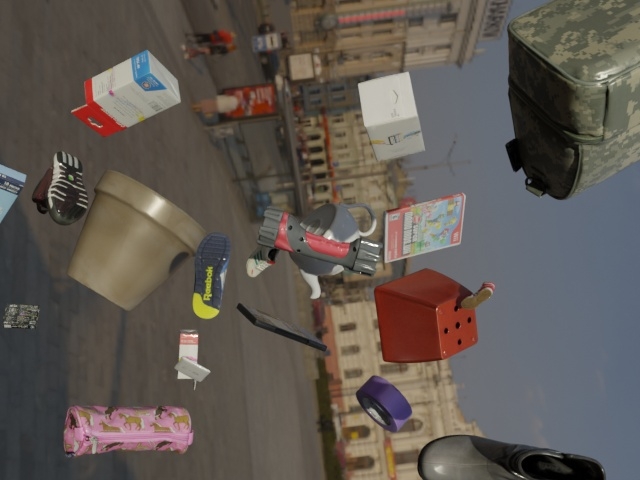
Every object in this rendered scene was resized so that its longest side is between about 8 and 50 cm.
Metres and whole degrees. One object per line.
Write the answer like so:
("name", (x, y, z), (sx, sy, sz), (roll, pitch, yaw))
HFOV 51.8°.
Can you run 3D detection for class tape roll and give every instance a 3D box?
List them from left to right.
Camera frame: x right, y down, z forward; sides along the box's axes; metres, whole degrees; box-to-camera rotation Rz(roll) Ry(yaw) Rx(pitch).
("tape roll", (0.215, 0.556, 2.242), (0.189, 0.080, 0.189), (37, -27, 23))

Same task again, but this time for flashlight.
("flashlight", (0.000, 0.000, 1.631), (0.103, 0.304, 0.103), (106, -2, -75))

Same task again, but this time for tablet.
("tablet", (-0.223, 0.224, 1.142), (0.006, 0.054, 0.083), (-65, -171, -30))

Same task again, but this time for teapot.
("teapot", (0.038, 0.015, 2.075), (0.187, 0.256, 0.252), (42, 36, -24))

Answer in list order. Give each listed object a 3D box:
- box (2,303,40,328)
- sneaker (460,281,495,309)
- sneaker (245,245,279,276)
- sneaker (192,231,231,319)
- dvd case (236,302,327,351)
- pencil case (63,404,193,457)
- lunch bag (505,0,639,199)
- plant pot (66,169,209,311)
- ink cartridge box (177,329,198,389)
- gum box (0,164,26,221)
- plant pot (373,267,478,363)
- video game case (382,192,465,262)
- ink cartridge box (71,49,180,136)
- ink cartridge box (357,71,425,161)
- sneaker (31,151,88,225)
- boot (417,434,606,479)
("box", (-0.792, 0.201, 1.745), (0.018, 0.083, 0.067), (110, -22, -45))
("sneaker", (0.487, 0.168, 2.023), (0.042, 0.118, 0.067), (51, 39, -2))
("sneaker", (-0.181, 0.064, 2.108), (0.161, 0.057, 0.075), (-54, -140, 16))
("sneaker", (-0.174, 0.057, 1.038), (0.059, 0.053, 0.144), (111, -12, -69))
("dvd case", (-0.119, 0.263, 1.997), (0.022, 0.253, 0.180), (-65, -154, 0))
("pencil case", (-0.592, 0.590, 2.049), (0.160, 0.386, 0.167), (-52, -135, 31))
("lunch bag", (0.421, -0.212, 0.925), (0.212, 0.305, 0.256), (58, -7, 46))
("plant pot", (-0.498, 0.020, 1.712), (0.280, 0.323, 0.323), (-59, 169, -15))
("ink cartridge box", (-0.471, 0.420, 2.329), (0.115, 0.067, 0.198), (178, -86, -77))
("gum box", (-0.706, -0.091, 1.317), (0.184, 0.157, 0.041), (-44, -142, 29))
("plant pot", (0.367, 0.261, 2.173), (0.236, 0.267, 0.267), (6, -72, 51))
("video game case", (0.342, -0.041, 2.187), (0.025, 0.285, 0.204), (-120, -158, -50))
("ink cartridge box", (-0.478, -0.354, 1.613), (0.134, 0.231, 0.078), (45, 28, -59))
("ink cartridge box", (0.230, -0.395, 2.124), (0.232, 0.168, 0.171), (57, 24, -64))
("sneaker", (-0.717, -0.103, 1.789), (0.106, 0.162, 0.281), (30, 27, -36))
("boot", (0.380, 0.456, 1.351), (0.222, 0.338, 0.118), (93, -3, -72))
